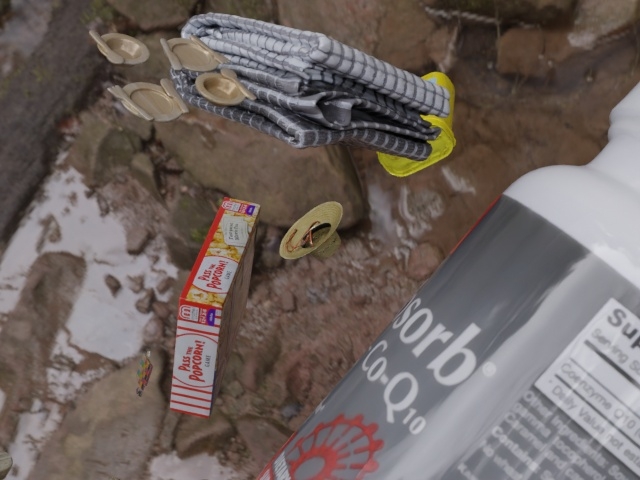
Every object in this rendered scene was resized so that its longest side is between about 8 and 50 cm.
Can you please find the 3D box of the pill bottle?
[{"bbox_3d":[0.140,0.089,0.542,0.210,0.210,0.363,42,94,23],"label":"pill bottle"}]

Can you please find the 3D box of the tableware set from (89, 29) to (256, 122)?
[{"bbox_3d":[-0.155,-0.176,0.996,0.168,0.020,0.141,-13,51,-38],"label":"tableware set"}]

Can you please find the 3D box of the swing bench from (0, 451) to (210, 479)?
[{"bbox_3d":[-0.241,0.303,0.738,0.253,0.254,0.165,-52,35,32],"label":"swing bench"}]

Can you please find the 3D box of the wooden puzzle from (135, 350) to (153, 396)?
[{"bbox_3d":[-0.319,0.239,1.711,0.049,0.006,0.083,41,113,57],"label":"wooden puzzle"}]

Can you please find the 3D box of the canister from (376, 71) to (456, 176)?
[{"bbox_3d":[0.164,-0.198,1.580,0.126,0.073,0.170,-26,31,29],"label":"canister"}]

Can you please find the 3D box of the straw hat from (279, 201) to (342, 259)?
[{"bbox_3d":[0.000,0.000,1.724,0.144,0.061,0.144,-32,29,20],"label":"straw hat"}]

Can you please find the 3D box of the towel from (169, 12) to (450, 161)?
[{"bbox_3d":[-0.015,-0.175,1.144,0.283,0.235,0.121,24,99,45],"label":"towel"}]

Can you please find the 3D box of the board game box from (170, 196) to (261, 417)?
[{"bbox_3d":[-0.109,0.066,0.999,0.045,0.147,0.193,12,32,2],"label":"board game box"}]
